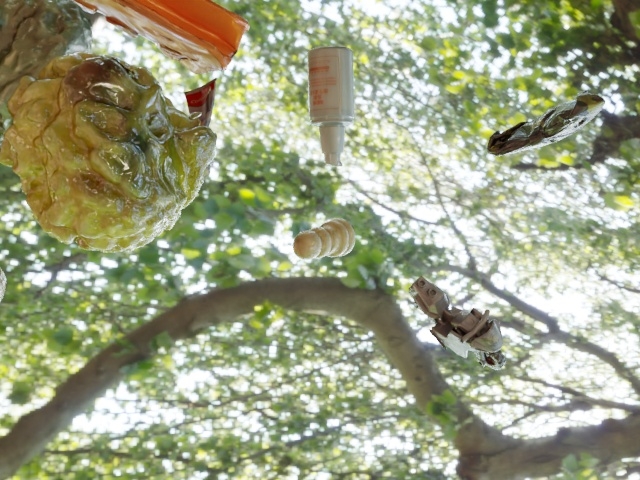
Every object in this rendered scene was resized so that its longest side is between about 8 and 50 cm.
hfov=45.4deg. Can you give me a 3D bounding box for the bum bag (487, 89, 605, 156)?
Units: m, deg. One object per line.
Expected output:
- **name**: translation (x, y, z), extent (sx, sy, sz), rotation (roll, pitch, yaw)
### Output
- **bum bag**: translation (0.392, -0.197, 1.307), extent (0.232, 0.107, 0.060), rotation (-21, -88, 56)

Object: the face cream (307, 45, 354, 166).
- **face cream**: translation (0.024, -0.285, 1.652), extent (0.101, 0.101, 0.251), rotation (2, -86, 47)

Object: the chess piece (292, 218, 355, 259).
- **chess piece**: translation (0.000, 0.000, 1.791), extent (0.094, 0.170, 0.094), rotation (5, -82, 34)

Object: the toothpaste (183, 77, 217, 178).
- **toothpaste**: translation (-0.244, -0.233, 1.574), extent (0.075, 0.048, 0.301), rotation (-43, -143, 29)

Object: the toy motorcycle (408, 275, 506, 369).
- **toy motorcycle**: translation (0.237, 0.143, 1.338), extent (0.215, 0.122, 0.080), rotation (42, -109, 18)

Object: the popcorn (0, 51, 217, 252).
- **popcorn**: translation (-0.228, -0.093, 0.819), extent (0.169, 0.189, 0.218), rotation (-24, -94, 40)

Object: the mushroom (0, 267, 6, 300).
- **mushroom**: translation (-0.623, 0.046, 1.230), extent (0.286, 0.156, 0.151), rotation (27, -34, 14)

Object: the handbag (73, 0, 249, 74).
- **handbag**: translation (-0.378, -0.494, 1.624), extent (0.303, 0.410, 0.116), rotation (15, -100, 65)

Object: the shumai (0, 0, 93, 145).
- **shumai**: translation (-0.432, -0.258, 1.007), extent (0.225, 0.222, 0.260), rotation (-51, -167, 8)
